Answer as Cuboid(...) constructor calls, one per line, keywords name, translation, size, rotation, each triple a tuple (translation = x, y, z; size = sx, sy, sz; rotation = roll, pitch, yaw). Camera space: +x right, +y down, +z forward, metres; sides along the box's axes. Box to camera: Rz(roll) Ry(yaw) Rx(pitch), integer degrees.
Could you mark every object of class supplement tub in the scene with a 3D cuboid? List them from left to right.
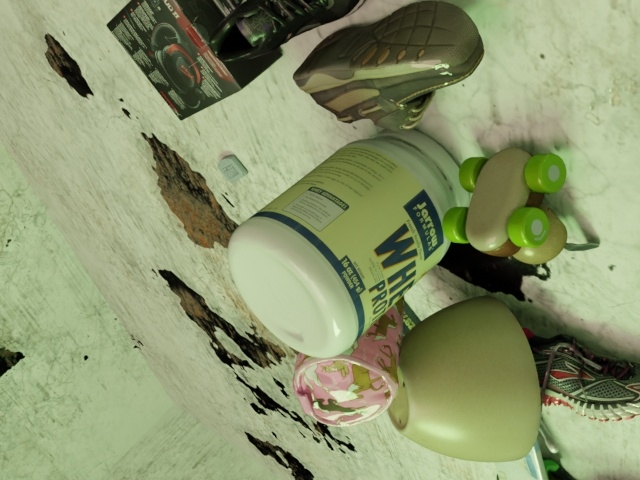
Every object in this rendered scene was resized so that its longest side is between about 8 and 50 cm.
Cuboid(name="supplement tub", translation=(0.048, -0.007, 1.201), size=(0.235, 0.325, 0.235), rotation=(34, 147, 26))

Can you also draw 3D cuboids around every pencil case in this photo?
Cuboid(name="pencil case", translation=(0.050, 0.129, 1.357), size=(0.160, 0.386, 0.167), rotation=(31, 122, -16))

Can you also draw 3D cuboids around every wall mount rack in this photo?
Cuboid(name="wall mount rack", translation=(0.373, 0.425, 1.507), size=(0.304, 0.131, 0.349), rotation=(-2, 109, 53))

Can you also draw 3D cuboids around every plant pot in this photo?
Cuboid(name="plant pot", translation=(0.214, 0.246, 1.356), size=(0.284, 0.191, 0.284), rotation=(173, 90, -74))

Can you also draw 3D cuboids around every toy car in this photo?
Cuboid(name="toy car", translation=(0.295, -0.028, 1.108), size=(0.188, 0.148, 0.155), rotation=(25, 170, -31))

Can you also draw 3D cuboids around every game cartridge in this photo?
Cuboid(name="game cartridge", translation=(-0.189, -0.154, 1.706), size=(0.056, 0.017, 0.083), rotation=(48, 154, -15))

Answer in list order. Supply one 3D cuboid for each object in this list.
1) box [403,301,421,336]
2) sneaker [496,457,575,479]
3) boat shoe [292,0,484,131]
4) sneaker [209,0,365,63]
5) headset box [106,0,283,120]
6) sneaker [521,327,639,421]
Cuboid(name="box", translation=(0.130, 0.195, 1.705), size=(0.183, 0.059, 0.233), rotation=(51, 153, -15))
Cuboid(name="sneaker", translation=(0.511, 0.586, 1.645), size=(0.343, 0.134, 0.146), rotation=(48, 153, -6))
Cuboid(name="boat shoe", translation=(0.103, -0.224, 1.079), size=(0.130, 0.132, 0.355), rotation=(46, 165, -26))
Cuboid(name="sneaker", translation=(-0.045, -0.313, 1.101), size=(0.283, 0.124, 0.107), rotation=(-20, 113, 49))
Cuboid(name="headset box", translation=(-0.212, -0.342, 1.350), size=(0.218, 0.110, 0.293), rotation=(53, 153, -17))
Cuboid(name="sneaker", translation=(0.411, 0.207, 1.259), size=(0.299, 0.121, 0.111), rotation=(-2, 104, 48))
